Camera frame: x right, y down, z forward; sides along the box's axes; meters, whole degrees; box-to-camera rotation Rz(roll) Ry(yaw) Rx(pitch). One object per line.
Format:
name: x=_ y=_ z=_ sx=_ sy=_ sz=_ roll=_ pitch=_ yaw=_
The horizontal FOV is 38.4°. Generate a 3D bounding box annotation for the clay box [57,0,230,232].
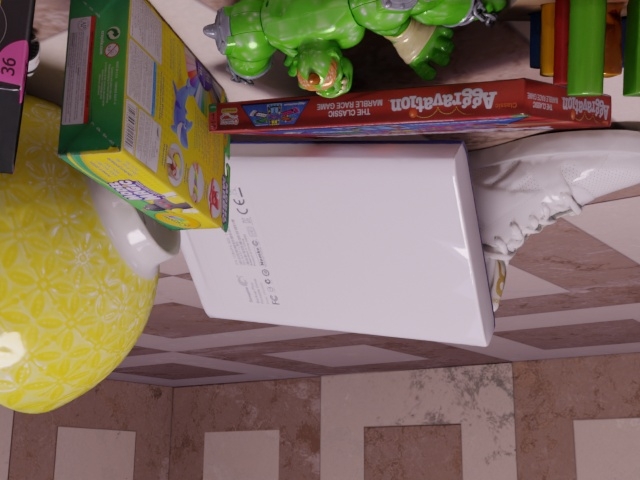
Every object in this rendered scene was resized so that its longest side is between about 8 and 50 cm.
clay box: x=-0.126 y=-0.089 z=0.722 sx=0.053 sy=0.128 sz=0.222 roll=-3 pitch=164 yaw=13

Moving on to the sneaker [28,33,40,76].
sneaker: x=-0.270 y=-0.140 z=0.704 sx=0.109 sy=0.040 sz=0.044 roll=3 pitch=167 yaw=-10

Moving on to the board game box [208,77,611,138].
board game box: x=0.063 y=-0.098 z=0.713 sx=0.281 sy=0.027 sz=0.145 roll=3 pitch=-174 yaw=39

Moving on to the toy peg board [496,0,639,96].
toy peg board: x=0.203 y=-0.125 z=0.577 sx=0.161 sy=0.079 sz=0.160 roll=1 pitch=-176 yaw=0

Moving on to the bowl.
bowl: x=-0.215 y=-0.013 z=0.792 sx=0.156 sy=0.290 sz=0.289 roll=-21 pitch=161 yaw=8

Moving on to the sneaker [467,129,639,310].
sneaker: x=0.201 y=-0.010 z=0.936 sx=0.292 sy=0.169 sz=0.108 roll=-10 pitch=160 yaw=30

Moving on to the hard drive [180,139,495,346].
hard drive: x=0.000 y=0.000 z=0.900 sx=0.318 sy=0.040 sz=0.210 roll=3 pitch=127 yaw=27

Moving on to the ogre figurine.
ogre figurine: x=0.008 y=-0.142 z=0.600 sx=0.197 sy=0.097 sz=0.118 roll=13 pitch=-171 yaw=24

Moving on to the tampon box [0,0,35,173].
tampon box: x=-0.239 y=-0.128 z=0.590 sx=0.101 sy=0.121 sz=0.161 roll=6 pitch=164 yaw=-19
